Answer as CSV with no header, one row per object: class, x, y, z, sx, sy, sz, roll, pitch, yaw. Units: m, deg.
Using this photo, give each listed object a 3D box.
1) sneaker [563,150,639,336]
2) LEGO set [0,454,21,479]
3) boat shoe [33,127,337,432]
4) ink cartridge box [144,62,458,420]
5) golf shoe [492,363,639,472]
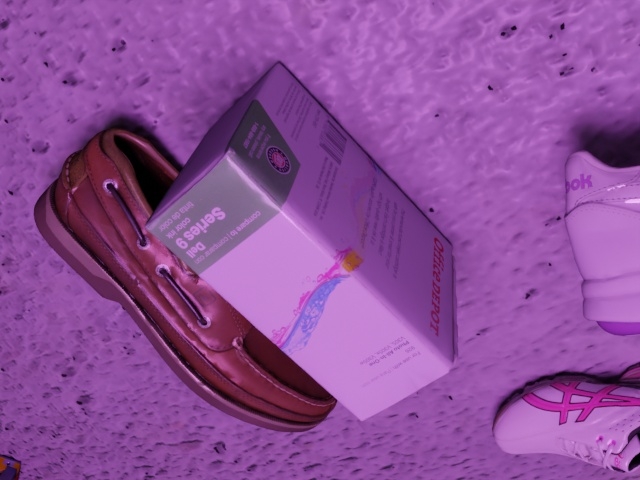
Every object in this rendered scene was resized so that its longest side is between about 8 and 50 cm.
sneaker,0.308,-0.041,0.501,0.304,0.114,0.152,-15,83,0
LEGO set,-0.467,0.362,0.850,0.254,0.192,0.331,26,123,-7
boat shoe,-0.085,0.040,0.627,0.307,0.111,0.104,41,121,-16
ink cartridge box,0.000,0.000,0.560,0.212,0.154,0.093,43,119,-17
golf shoe,0.237,0.159,0.662,0.186,0.086,0.068,-18,119,21
